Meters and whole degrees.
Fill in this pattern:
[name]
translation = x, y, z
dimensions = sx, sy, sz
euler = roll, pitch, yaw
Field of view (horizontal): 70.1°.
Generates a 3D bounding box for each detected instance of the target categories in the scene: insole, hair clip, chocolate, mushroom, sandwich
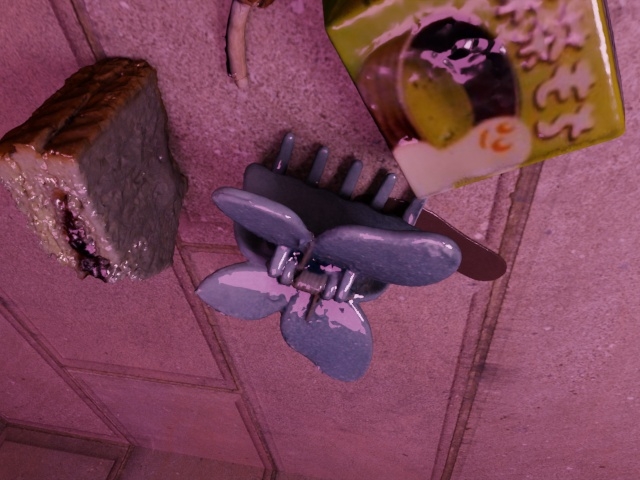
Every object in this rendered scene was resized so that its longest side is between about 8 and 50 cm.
[insole]
translation = 0.202, -0.002, 0.840
dimensions = 0.328, 0.007, 0.111
euler = 25, 136, -10
[hair clip]
translation = 0.000, 0.000, 0.722
dimensions = 0.318, 0.238, 0.392
euler = 20, 138, -2
[chocolate]
translation = 0.183, -0.214, 0.539
dimensions = 0.289, 0.137, 0.301
euler = -17, 128, 29
[mushroom]
translation = -0.099, -0.288, 0.611
dimensions = 0.060, 0.061, 0.187
euler = 33, 147, 1
[sandwich]
translation = -0.320, -0.080, 0.719
dimensions = 0.131, 0.262, 0.325
euler = 6, 135, 7
